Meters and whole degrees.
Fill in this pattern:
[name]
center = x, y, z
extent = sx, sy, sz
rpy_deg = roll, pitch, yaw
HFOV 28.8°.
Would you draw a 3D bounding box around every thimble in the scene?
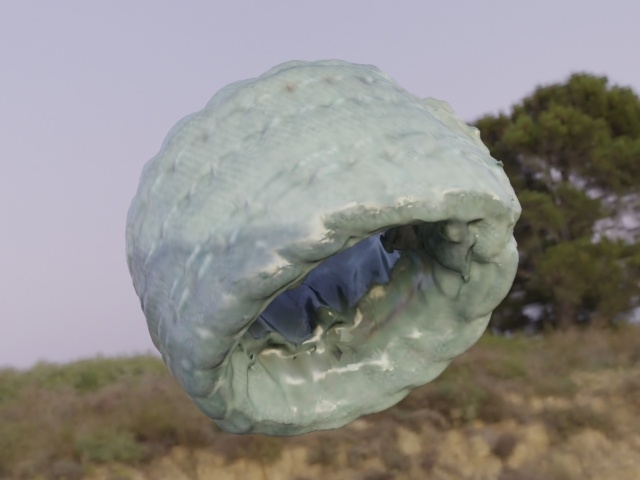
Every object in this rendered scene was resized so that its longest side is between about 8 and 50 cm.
[thimble]
center = 0.000, 0.000, 0.810
extent = 0.250, 0.172, 0.205
rpy_deg = -31, -42, 2
